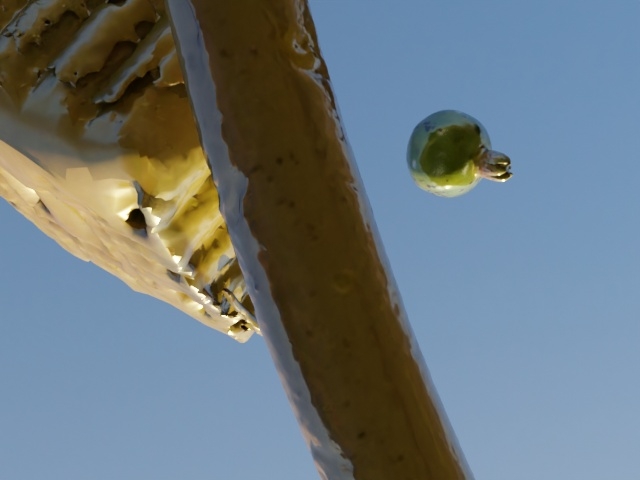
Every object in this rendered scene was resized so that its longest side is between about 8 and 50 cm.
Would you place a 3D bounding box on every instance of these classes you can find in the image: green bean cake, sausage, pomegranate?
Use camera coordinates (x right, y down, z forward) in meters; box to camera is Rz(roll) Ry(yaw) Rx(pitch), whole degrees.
[{"bbox_3d":[-0.108,-0.062,0.751,0.131,0.224,0.229,-52,-27,-16],"label":"green bean cake"},{"bbox_3d":[-0.002,0.001,0.550,0.066,0.066,0.301,-18,-92,-23],"label":"sausage"},{"bbox_3d":[0.109,-0.066,1.076,0.085,0.073,0.073,12,-89,5],"label":"pomegranate"}]
